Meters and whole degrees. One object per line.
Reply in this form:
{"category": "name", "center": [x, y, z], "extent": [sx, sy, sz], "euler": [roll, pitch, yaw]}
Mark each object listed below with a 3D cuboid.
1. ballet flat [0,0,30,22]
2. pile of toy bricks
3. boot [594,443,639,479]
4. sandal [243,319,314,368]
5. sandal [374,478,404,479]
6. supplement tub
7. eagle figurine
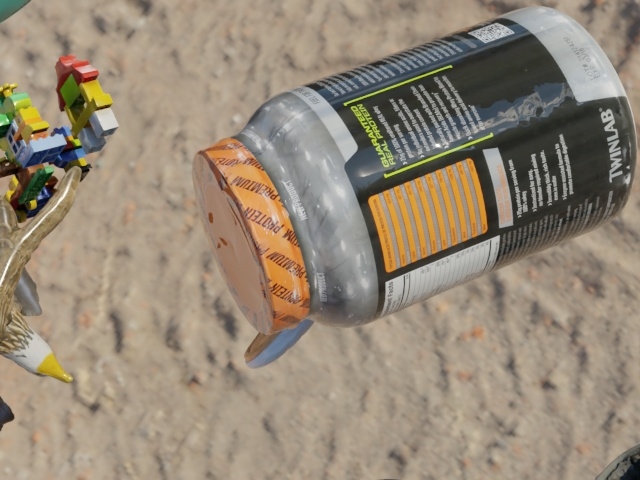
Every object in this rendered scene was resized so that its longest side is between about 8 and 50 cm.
{"category": "ballet flat", "center": [-0.274, -0.318, 1.380], "extent": [0.247, 0.083, 0.087], "euler": [-42, 76, 0]}
{"category": "pile of toy bricks", "center": [-0.272, -0.091, 1.224], "extent": [0.212, 0.118, 0.105], "euler": [-40, 73, 52]}
{"category": "boot", "center": [0.360, 0.247, 1.233], "extent": [0.189, 0.208, 0.076], "euler": [-41, 10, 1]}
{"category": "sandal", "center": [0.003, 0.000, 1.276], "extent": [0.265, 0.076, 0.102], "euler": [-50, 13, -17]}
{"category": "sandal", "center": [0.095, 0.224, 0.862], "extent": [0.254, 0.054, 0.097], "euler": [18, 78, 52]}
{"category": "supplement tub", "center": [0.071, -0.052, 1.093], "extent": [0.316, 0.194, 0.193], "euler": [-20, 33, -17]}
{"category": "eagle figurine", "center": [-0.326, 0.072, 1.276], "extent": [0.226, 0.225, 0.298], "euler": [-23, -1, -27]}
